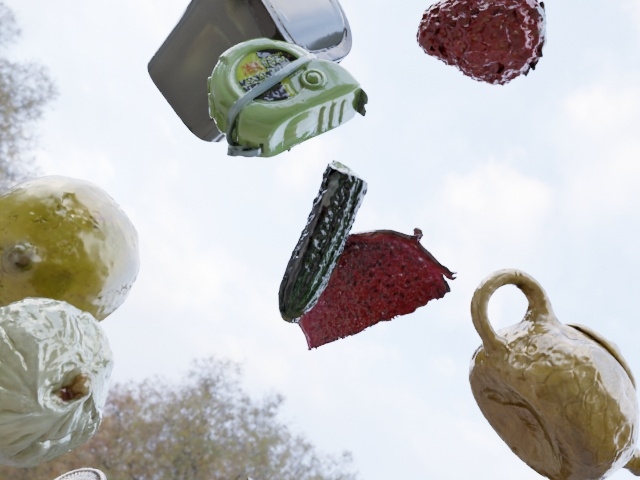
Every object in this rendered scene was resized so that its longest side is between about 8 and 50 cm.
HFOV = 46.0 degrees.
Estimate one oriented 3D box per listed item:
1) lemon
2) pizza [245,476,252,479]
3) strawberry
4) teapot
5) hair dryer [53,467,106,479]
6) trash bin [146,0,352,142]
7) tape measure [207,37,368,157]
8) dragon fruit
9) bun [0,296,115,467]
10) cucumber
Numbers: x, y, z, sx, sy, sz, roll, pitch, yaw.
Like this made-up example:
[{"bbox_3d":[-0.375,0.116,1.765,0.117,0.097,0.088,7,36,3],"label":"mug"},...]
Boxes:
[{"bbox_3d":[-0.426,0.022,1.208,0.258,0.258,0.310,50,7,2],"label":"lemon"},{"bbox_3d":[-0.076,0.263,0.586,0.154,0.069,0.194,46,-69,43],"label":"pizza"},{"bbox_3d":[0.267,-0.354,1.306,0.237,0.111,0.190,8,-62,26],"label":"strawberry"},{"bbox_3d":[0.287,0.162,0.890,0.311,0.167,0.203,57,-18,-6],"label":"teapot"},{"bbox_3d":[-0.289,0.497,1.235,0.344,0.107,0.189,1,-72,22],"label":"hair dryer"},{"bbox_3d":[-0.113,-0.293,1.132,0.250,0.220,0.219,-36,-92,34],"label":"trash bin"},{"bbox_3d":[-0.059,-0.174,0.917,0.154,0.177,0.087,52,-24,21],"label":"tape measure"},{"bbox_3d":[0.068,0.052,1.221,0.126,0.274,0.161,-153,-137,-77],"label":"dragon fruit"},{"bbox_3d":[-0.348,0.184,0.955,0.134,0.220,0.220,7,-54,39],"label":"bun"},{"bbox_3d":[0.001,0.001,1.117,0.077,0.265,0.077,21,-11,4],"label":"cucumber"}]
